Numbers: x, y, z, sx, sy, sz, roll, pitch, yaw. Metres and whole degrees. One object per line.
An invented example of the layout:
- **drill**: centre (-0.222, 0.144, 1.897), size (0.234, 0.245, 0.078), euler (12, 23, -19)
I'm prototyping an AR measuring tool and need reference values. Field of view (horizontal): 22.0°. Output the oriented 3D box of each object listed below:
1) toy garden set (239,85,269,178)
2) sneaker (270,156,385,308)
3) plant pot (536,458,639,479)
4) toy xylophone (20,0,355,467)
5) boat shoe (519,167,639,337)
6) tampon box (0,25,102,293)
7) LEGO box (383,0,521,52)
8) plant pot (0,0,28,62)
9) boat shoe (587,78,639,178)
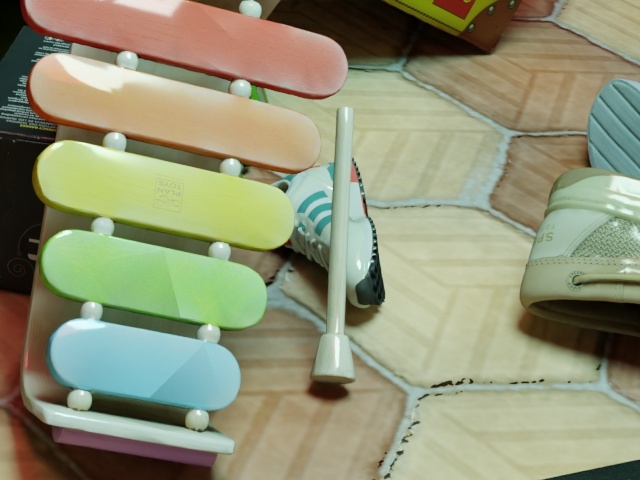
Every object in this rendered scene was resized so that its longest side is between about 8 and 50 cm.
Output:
- **toy garden set**: centre (-0.075, -0.133, 1.186), size (0.049, 0.203, 0.244), euler (-10, 30, 13)
- **sneaker**: centre (0.000, 0.000, 1.151), size (0.075, 0.057, 0.161), euler (-11, 35, -1)
- **plant pot**: centre (0.173, 0.195, 0.764), size (0.187, 0.188, 0.167), euler (-8, 24, -25)
- **toy xylophone**: centre (-0.071, -0.025, 0.989), size (0.236, 0.322, 0.081), euler (4, -12, -24)
- **boat shoe**: centre (0.305, 0.055, 1.097), size (0.341, 0.121, 0.110), euler (17, 69, 16)
- **tampon box**: centre (-0.174, -0.054, 1.113), size (0.101, 0.120, 0.161), euler (9, 32, 2)
- **LEGO box**: centre (-0.064, -0.379, 1.404), size (0.372, 0.193, 0.500), euler (37, 13, 38)
- **plant pot**: centre (-0.313, -0.245, 1.292), size (0.275, 0.274, 0.293), euler (9, 16, 0)
- **boat shoe**: centre (0.278, -0.042, 1.276), size (0.076, 0.083, 0.226), euler (17, 32, -27)
